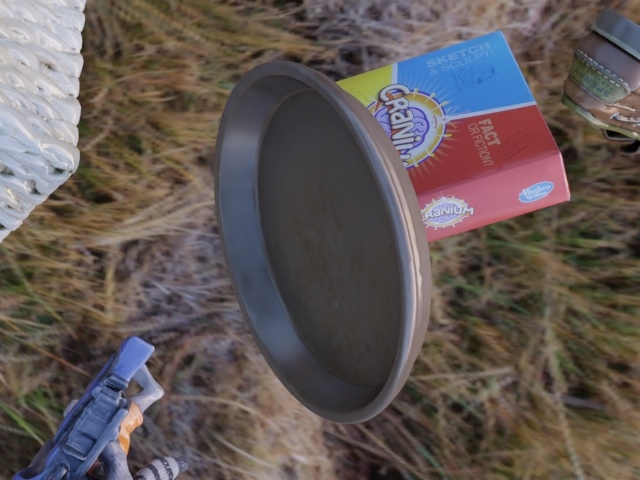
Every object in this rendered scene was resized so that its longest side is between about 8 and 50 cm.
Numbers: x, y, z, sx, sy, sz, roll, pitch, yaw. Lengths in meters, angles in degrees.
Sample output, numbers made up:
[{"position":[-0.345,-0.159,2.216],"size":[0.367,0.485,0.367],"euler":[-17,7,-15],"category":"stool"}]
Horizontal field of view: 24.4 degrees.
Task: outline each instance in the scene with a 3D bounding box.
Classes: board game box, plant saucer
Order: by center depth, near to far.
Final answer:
[{"position":[0.000,0.000,1.115],"size":[0.041,0.278,0.278],"euler":[-14,98,-30],"category":"plant saucer"},{"position":[0.073,-0.089,1.551],"size":[0.316,0.242,0.064],"euler":[-17,129,2],"category":"board game box"}]

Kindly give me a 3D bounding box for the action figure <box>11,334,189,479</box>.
[{"position":[-0.227,0.254,1.633],"size":[0.178,0.330,0.341],"euler":[35,108,-7],"category":"action figure"}]

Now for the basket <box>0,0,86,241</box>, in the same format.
[{"position":[-0.393,-0.158,1.254],"size":[0.266,0.328,0.331],"euler":[-34,131,26],"category":"basket"}]

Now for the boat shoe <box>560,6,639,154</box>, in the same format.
[{"position":[0.309,-0.144,1.479],"size":[0.104,0.110,0.307],"euler":[-56,151,9],"category":"boat shoe"}]
